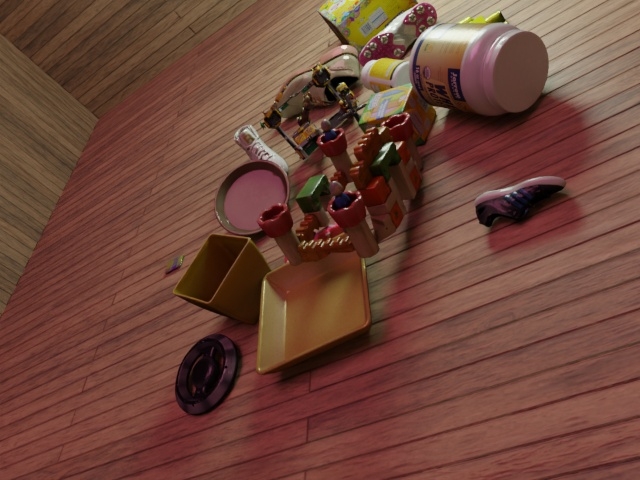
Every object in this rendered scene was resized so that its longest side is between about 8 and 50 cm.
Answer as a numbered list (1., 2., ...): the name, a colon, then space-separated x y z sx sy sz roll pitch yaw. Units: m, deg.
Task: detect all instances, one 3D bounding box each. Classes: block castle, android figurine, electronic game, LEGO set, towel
1. block castle: 0.062 -0.156 1.573 0.302 0.213 0.453 -6 35 35
2. android figurine: 0.443 -0.595 1.865 0.272 0.056 0.248 -27 39 22
3. electronic game: -0.316 0.366 1.683 0.229 0.048 0.229 -23 49 28
4. LEGO set: -0.027 -0.417 1.993 0.331 0.255 0.192 -33 8 -1
5. towel: -0.534 0.087 2.229 0.083 0.009 0.060 -25 39 26

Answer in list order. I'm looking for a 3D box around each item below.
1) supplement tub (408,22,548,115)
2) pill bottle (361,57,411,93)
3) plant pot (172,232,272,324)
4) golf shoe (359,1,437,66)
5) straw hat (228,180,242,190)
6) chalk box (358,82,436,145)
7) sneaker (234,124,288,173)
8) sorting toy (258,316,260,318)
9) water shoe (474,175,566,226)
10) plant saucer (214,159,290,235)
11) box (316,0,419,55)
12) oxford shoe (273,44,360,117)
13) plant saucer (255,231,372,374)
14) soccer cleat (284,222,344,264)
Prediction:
1. supplement tub: 0.408 -0.451 1.600 0.228 0.228 0.316 -50 34 -6
2. pill bottle: 0.226 -0.521 1.957 0.119 0.119 0.208 -49 35 -5
3. plant pot: -0.252 0.123 1.741 0.212 0.187 0.212 6 60 49
4. golf shoe: 0.268 -0.713 2.140 0.306 0.115 0.140 -33 21 14
5. straw hat: -0.260 -0.136 2.120 0.144 0.144 0.061 -45 -8 1
6. chalk box: 0.206 -0.354 1.798 0.213 0.132 0.132 -7 50 44
7. sneaker: -0.227 -0.315 2.180 0.108 0.169 0.292 -44 36 -1
8. sorting toy: -0.132 0.206 1.686 0.062 0.012 0.083 -48 31 -12
9. water shoe: 0.444 -0.081 1.347 0.203 0.073 0.080 -16 71 35
10. plant saucer: -0.223 -0.139 2.025 0.277 0.041 0.278 -8 66 19
11. box: 0.178 -0.882 2.323 0.290 0.177 0.279 -40 35 10
12. oxford shoe: -0.021 -0.550 2.235 0.397 0.140 0.147 -31 56 35
13. plant saucer: -0.005 0.163 1.539 0.332 0.081 0.333 -28 38 23
14. soccer cleat: 0.000 0.000 1.704 0.248 0.083 0.095 -33 32 23
